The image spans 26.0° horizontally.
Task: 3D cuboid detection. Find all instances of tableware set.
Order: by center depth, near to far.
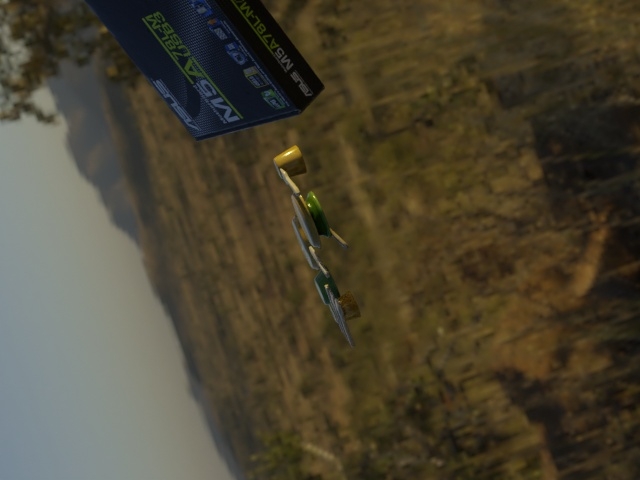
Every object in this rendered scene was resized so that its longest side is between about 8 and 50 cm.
[{"bbox_3d":[0.000,0.000,1.065,0.104,0.024,0.154,-125,13,-61],"label":"tableware set"}]

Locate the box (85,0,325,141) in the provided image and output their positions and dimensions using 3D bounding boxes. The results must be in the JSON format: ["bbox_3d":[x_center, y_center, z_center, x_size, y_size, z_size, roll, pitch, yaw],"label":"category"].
[{"bbox_3d":[-0.110,-0.179,1.198,0.184,0.045,0.191,-7,126,54],"label":"box"}]
